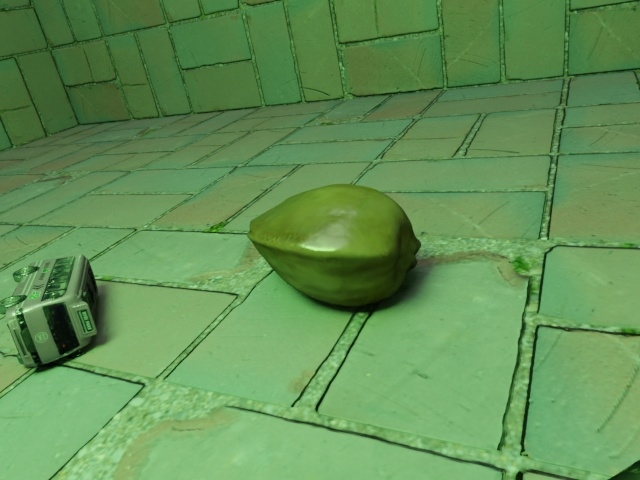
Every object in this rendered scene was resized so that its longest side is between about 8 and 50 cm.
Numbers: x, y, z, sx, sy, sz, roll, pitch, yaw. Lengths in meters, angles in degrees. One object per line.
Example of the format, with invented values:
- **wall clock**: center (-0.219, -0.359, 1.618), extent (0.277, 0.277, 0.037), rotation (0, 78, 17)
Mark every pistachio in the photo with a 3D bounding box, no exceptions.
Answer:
- **pistachio**: center (0.000, 0.000, 0.691), extent (0.260, 0.163, 0.212), rotation (7, -3, 38)

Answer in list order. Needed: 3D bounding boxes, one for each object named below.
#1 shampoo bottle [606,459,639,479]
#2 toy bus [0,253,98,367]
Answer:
- **shampoo bottle**: center (0.159, 0.199, 0.272), extent (0.283, 0.101, 0.101), rotation (-20, 26, -17)
- **toy bus**: center (-0.383, 0.094, 0.729), extent (0.108, 0.096, 0.199), rotation (-14, 22, -17)
